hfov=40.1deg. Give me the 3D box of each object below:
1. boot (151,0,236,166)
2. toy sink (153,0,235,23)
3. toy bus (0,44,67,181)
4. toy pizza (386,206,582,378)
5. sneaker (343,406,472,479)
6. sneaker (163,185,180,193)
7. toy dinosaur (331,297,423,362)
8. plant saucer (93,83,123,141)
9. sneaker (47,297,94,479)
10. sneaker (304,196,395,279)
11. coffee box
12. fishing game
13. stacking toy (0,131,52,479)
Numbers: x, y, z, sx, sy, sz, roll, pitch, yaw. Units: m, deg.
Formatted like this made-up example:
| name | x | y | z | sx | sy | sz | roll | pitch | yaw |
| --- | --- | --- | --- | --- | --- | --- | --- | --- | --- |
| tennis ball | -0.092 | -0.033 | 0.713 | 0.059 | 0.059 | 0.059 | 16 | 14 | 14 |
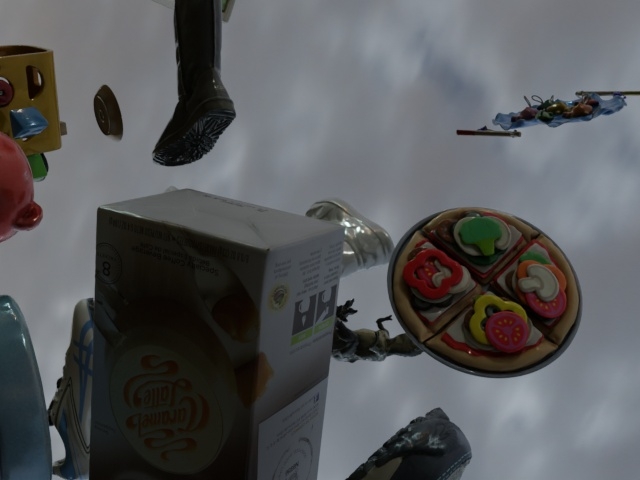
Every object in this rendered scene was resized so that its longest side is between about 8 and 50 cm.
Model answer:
| name | x | y | z | sx | sy | sz | roll | pitch | yaw |
| --- | --- | --- | --- | --- | --- | --- | --- | --- | --- |
| boot | -0.185 | -0.228 | 1.213 | 0.189 | 0.076 | 0.208 | -33 | -116 | 39 |
| toy sink | -0.273 | -0.528 | 1.668 | 0.131 | 0.234 | 0.153 | 22 | -86 | 50 |
| toy bus | -0.351 | -0.131 | 1.019 | 0.202 | 0.104 | 0.191 | -42 | -107 | 46 |
| toy pizza | 0.168 | 0.043 | 0.888 | 0.032 | 0.201 | 0.201 | 97 | -23 | -57 |
| sneaker | 0.058 | 0.220 | 0.512 | 0.122 | 0.110 | 0.283 | 33 | -50 | 30 |
| sneaker | -0.227 | 0.028 | 1.326 | 0.161 | 0.102 | 0.282 | -38 | -142 | -1 |
| toy dinosaur | 0.019 | 0.121 | 1.149 | 0.268 | 0.118 | 0.064 | -8 | -137 | 22 |
| plant saucer | -0.303 | -0.178 | 1.241 | 0.083 | 0.015 | 0.083 | 36 | -45 | 45 |
| sneaker | -0.312 | 0.192 | 1.125 | 0.085 | 0.086 | 0.237 | -177 | -91 | -80 |
| sneaker | 0.000 | 0.000 | 1.740 | 0.292 | 0.169 | 0.108 | 28 | -46 | 58 |
| coffee box | -0.076 | 0.101 | 0.614 | 0.141 | 0.098 | 0.246 | 13 | -73 | 28 |
| fishing game | 0.334 | -0.190 | 1.242 | 0.189 | 0.264 | 0.041 | 18 | -57 | 61 |
| stacking toy | -0.220 | 0.000 | 0.541 | 0.309 | 0.130 | 0.279 | 66 | -30 | 26 |
